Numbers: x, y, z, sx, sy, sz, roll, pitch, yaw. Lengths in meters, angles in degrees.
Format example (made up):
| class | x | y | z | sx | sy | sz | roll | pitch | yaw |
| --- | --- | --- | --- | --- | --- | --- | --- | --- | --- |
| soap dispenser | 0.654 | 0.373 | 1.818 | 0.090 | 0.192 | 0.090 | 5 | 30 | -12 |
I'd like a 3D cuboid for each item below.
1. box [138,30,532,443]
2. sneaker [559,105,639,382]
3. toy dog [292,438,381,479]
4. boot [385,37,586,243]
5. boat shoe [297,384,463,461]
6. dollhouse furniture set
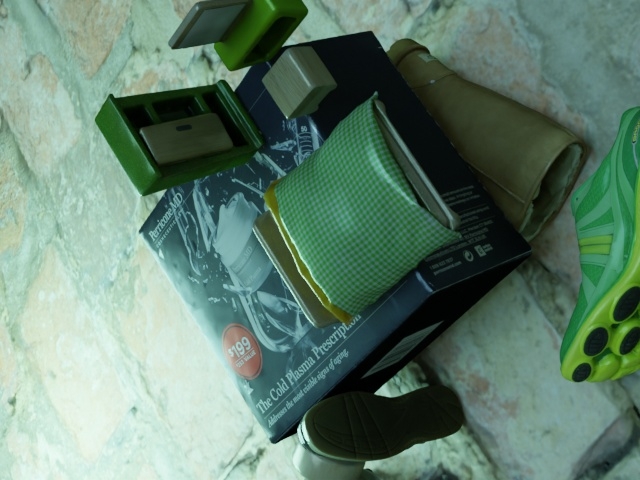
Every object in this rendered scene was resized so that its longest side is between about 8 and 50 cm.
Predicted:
| class | x | y | z | sx | sy | sz | roll | pitch | yaw |
| --- | --- | --- | --- | --- | --- | --- | --- | --- | --- |
| box | 0.000 | 0.000 | 1.341 | 0.312 | 0.179 | 0.343 | 56 | 135 | 16 |
| sneaker | 0.307 | 0.005 | 1.184 | 0.123 | 0.110 | 0.295 | -130 | 53 | -63 |
| toy dog | 0.096 | 0.349 | 1.368 | 0.333 | 0.161 | 0.220 | 50 | 121 | 18 |
| boot | 0.142 | -0.077 | 1.356 | 0.269 | 0.089 | 0.236 | 42 | 123 | 35 |
| boat shoe | 0.061 | 0.210 | 1.330 | 0.073 | 0.224 | 0.080 | -38 | 64 | 46 |
| dollhouse furniture set | -0.044 | -0.065 | 1.124 | 0.197 | 0.151 | 0.301 | -45 | 72 | 41 |
